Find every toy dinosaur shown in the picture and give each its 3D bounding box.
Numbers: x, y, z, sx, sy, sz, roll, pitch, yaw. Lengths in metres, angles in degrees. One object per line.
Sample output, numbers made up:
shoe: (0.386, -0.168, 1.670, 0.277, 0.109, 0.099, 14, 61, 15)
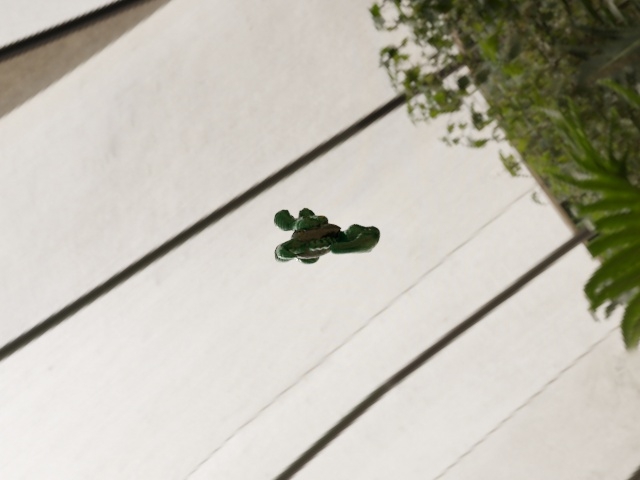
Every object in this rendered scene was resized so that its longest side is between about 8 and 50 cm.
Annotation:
toy dinosaur: (0.000, 0.000, 0.872, 0.132, 0.096, 0.059, -18, -68, -48)
